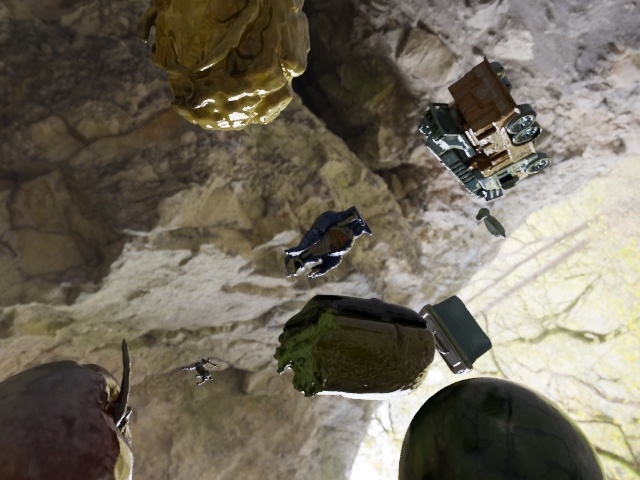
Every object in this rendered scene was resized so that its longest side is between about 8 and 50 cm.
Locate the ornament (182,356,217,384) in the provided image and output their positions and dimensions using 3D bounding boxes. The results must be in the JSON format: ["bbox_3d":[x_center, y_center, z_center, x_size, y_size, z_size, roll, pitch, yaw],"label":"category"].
[{"bbox_3d":[-0.335,0.374,1.497,0.073,0.028,0.125,40,-167,19],"label":"ornament"}]

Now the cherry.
[{"bbox_3d":[-0.464,0.345,0.848,0.326,0.334,0.292,-82,-14,-65],"label":"cherry"}]

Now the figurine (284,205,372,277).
[{"bbox_3d":[0.007,0.001,1.364,0.121,0.262,0.164,56,170,39],"label":"figurine"}]

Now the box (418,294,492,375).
[{"bbox_3d":[0.397,0.283,1.557,0.227,0.129,0.162,58,167,18],"label":"box"}]

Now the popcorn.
[{"bbox_3d":[-0.121,-0.264,0.649,0.189,0.250,0.250,4,-150,-36],"label":"popcorn"}]

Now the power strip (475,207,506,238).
[{"bbox_3d":[0.374,-0.034,1.145,0.083,0.035,0.055,52,173,-9],"label":"power strip"}]

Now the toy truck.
[{"bbox_3d":[0.327,-0.192,1.024,0.338,0.184,0.133,28,-143,-56],"label":"toy truck"}]

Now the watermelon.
[{"bbox_3d":[0.291,0.406,0.853,0.363,0.363,0.363,50,179,2],"label":"watermelon"}]

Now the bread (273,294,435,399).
[{"bbox_3d":[0.102,0.274,1.269,0.376,0.251,0.208,11,-156,-25],"label":"bread"}]
